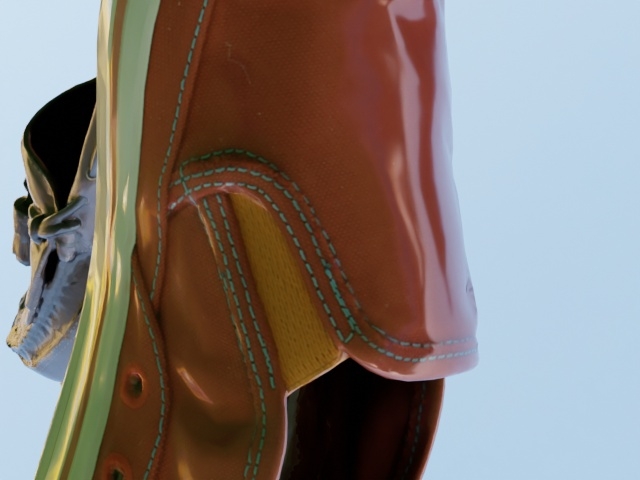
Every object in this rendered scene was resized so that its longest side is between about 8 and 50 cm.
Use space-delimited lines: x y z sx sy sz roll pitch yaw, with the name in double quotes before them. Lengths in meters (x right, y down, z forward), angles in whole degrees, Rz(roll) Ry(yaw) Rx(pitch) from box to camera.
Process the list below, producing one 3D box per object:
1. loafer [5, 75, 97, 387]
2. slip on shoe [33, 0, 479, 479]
"loafer" -0.066 -0.049 0.661 0.302 0.095 0.109 -49 -156 44
"slip on shoe" 0.000 0.000 0.460 0.101 0.123 0.331 18 -79 31
